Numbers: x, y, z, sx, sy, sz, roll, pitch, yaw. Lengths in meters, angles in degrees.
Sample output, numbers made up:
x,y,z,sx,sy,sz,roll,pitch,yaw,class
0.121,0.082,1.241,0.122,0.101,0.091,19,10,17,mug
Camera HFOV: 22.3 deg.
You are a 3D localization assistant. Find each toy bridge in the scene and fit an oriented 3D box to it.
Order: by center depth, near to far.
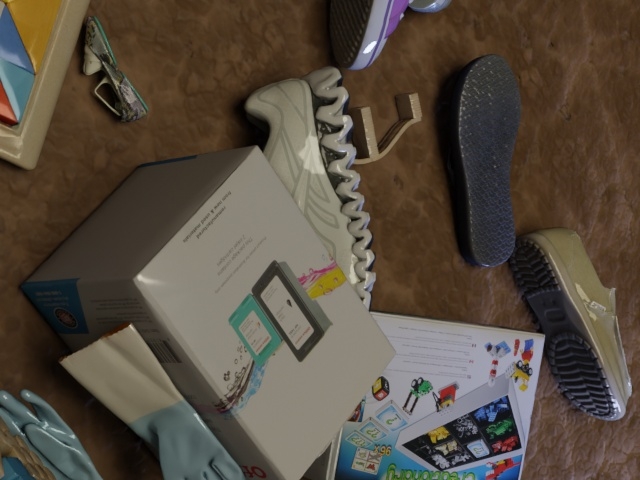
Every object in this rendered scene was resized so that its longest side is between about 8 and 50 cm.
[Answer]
x,y,z,sx,sy,sz,roll,pitch,yaw,class
0.049,-0.120,1.838,0.188,0.026,0.063,-19,101,-40,toy bridge

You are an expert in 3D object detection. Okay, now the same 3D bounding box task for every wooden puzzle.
x,y,z,sx,sy,sz,roll,pitch,yaw,class
-0.327,-0.208,1.514,0.239,0.044,0.221,27,70,-36,wooden puzzle

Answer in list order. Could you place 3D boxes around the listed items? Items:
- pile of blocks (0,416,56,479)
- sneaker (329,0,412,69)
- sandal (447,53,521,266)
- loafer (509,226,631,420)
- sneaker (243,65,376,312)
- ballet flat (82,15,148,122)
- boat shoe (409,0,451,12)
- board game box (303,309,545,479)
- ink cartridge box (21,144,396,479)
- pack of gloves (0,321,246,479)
x,y,z,sx,sy,sz,roll,pitch,yaw,class
-0.318,0.215,1.429,0.112,0.149,0.362,-38,112,1,pile of blocks
0.116,-0.314,1.797,0.161,0.102,0.282,8,110,-31,sneaker
0.185,-0.096,1.944,0.097,0.054,0.254,-4,99,-33,sandal
0.328,0.098,2.011,0.092,0.102,0.268,-33,107,-31,loafer
-0.009,-0.036,1.708,0.118,0.110,0.292,-9,75,-5,sneaker
-0.213,-0.166,1.613,0.041,0.041,0.114,-41,112,-34,ballet flat
0.121,-0.377,1.895,0.081,0.079,0.227,-1,89,-70,boat shoe
0.123,0.184,1.845,0.305,0.053,0.193,10,91,-40,board game box
-0.105,0.079,1.582,0.197,0.198,0.270,-50,118,-32,ink cartridge box
-0.194,0.196,1.538,0.232,0.195,0.046,56,18,-23,pack of gloves
